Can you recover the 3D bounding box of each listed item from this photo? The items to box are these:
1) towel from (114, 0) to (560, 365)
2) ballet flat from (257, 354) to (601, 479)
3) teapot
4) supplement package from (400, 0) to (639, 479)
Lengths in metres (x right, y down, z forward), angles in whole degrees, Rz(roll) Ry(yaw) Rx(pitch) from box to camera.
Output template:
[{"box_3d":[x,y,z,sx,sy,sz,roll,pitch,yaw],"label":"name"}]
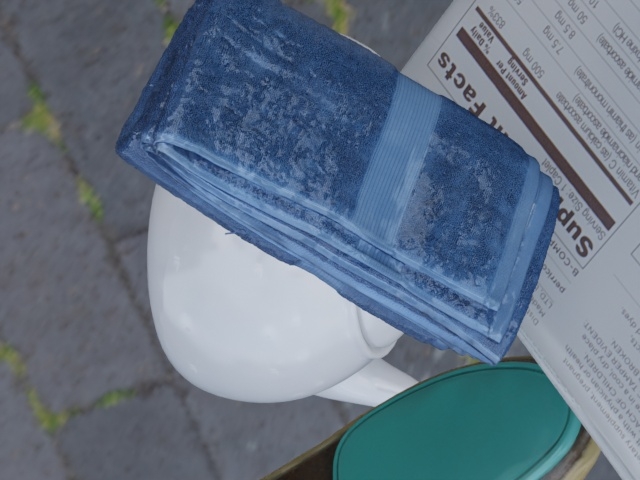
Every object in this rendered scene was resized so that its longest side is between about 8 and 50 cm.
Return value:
[{"box_3d":[0.009,-0.021,0.515,0.119,0.067,0.029,30,153,-15],"label":"towel"},{"box_3d":[0.016,0.110,0.700,0.232,0.080,0.073,-26,135,26],"label":"ballet flat"},{"box_3d":[0.000,0.000,1.373,0.187,0.256,0.253,4,81,20],"label":"teapot"},{"box_3d":[0.188,-0.018,0.628,0.204,0.262,0.145,55,127,26],"label":"supplement package"}]
